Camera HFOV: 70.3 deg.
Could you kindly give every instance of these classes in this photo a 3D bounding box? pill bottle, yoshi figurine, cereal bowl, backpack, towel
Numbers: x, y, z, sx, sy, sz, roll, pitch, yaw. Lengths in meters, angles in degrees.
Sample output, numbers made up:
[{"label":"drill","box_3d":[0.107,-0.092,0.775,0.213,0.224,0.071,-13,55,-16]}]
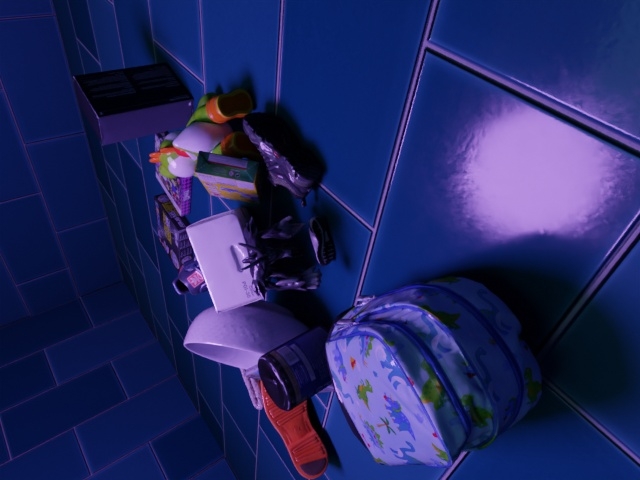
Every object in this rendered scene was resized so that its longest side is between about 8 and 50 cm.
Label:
[{"label":"pill bottle","box_3d":[-0.011,0.249,0.955,0.122,0.219,0.123,36,138,41]},{"label":"yoshi figurine","box_3d":[-0.269,-0.239,1.132,0.362,0.204,0.203,-11,142,45]},{"label":"cereal bowl","box_3d":[-0.157,0.239,1.145,0.339,0.338,0.141,-36,36,59]},{"label":"backpack","box_3d":[0.149,0.200,0.686,0.355,0.273,0.290,-34,74,46]},{"label":"towel","box_3d":[-0.207,0.350,1.392,0.187,0.049,0.282,-65,-39,-74]}]

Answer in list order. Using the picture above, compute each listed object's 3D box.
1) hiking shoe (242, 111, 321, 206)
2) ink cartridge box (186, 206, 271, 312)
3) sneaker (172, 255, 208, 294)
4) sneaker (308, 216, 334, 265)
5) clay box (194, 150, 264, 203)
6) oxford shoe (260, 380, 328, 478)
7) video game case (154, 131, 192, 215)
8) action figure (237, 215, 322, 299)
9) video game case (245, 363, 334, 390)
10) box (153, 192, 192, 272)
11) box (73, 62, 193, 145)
[{"label":"hiking shoe","box_3d":[-0.096,-0.169,0.940,0.227,0.086,0.114,51,142,23]},{"label":"ink cartridge box","box_3d":[-0.208,0.032,1.102,0.283,0.117,0.207,-112,4,-84]},{"label":"sneaker","box_3d":[-0.326,0.084,1.348,0.131,0.148,0.350,54,136,-3]},{"label":"sneaker","box_3d":[0.000,0.000,0.959,0.043,0.040,0.109,-155,53,-67]},{"label":"clay box","box_3d":[-0.197,-0.134,1.028,0.222,0.127,0.053,122,159,-82]},{"label":"oxford shoe","box_3d":[-0.095,0.521,1.366,0.133,0.129,0.364,132,119,-72]},{"label":"video game case","box_3d":[-0.516,-0.234,1.590,0.210,0.041,0.232,53,146,20]},{"label":"action figure","box_3d":[-0.077,0.033,0.937,0.275,0.140,0.164,36,-142,-80]},{"label":"video game case","box_3d":[-0.071,0.351,1.149,0.193,0.212,0.023,134,151,-62]},{"label":"box","box_3d":[-0.586,-0.024,1.819,0.216,0.060,0.270,49,145,27]},{"label":"box","box_3d":[-0.517,-0.388,1.275,0.184,0.261,0.103,51,146,25]}]
